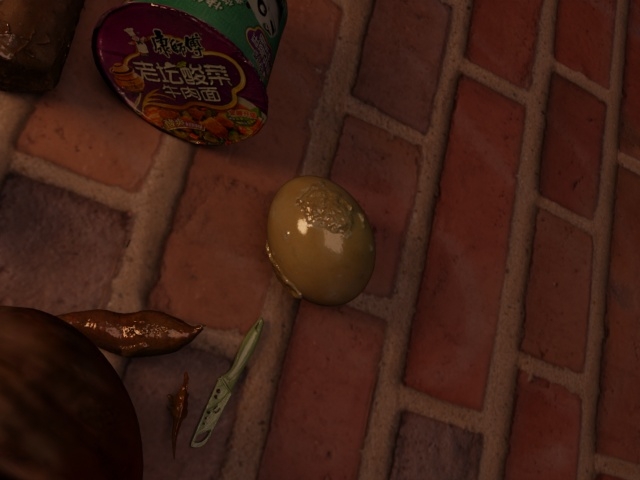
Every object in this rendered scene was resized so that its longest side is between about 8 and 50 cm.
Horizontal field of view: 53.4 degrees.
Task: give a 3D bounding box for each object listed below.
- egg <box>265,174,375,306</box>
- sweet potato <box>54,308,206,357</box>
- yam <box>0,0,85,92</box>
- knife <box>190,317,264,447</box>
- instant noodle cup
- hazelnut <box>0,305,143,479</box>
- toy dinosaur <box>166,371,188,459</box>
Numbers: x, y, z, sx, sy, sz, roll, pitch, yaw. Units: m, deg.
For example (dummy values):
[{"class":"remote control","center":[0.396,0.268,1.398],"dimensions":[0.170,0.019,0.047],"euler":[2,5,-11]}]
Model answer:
[{"class":"egg","center":[-0.002,0.001,0.947],"dimensions":[0.164,0.164,0.202],"euler":[-20,88,-29]},{"class":"sweet potato","center":[-0.266,0.123,0.842],"dimensions":[0.226,0.068,0.068],"euler":[4,75,-8]},{"class":"yam","center":[-0.386,-0.309,0.842],"dimensions":[0.129,0.128,0.238],"euler":[1,69,8]},{"class":"knife","center":[-0.132,0.200,0.913],"dimensions":[0.030,0.014,0.207],"euler":[34,66,-18]},{"class":"instant noodle cup","center":[-0.163,-0.286,0.896],"dimensions":[0.251,0.251,0.190],"euler":[30,58,-18]},{"class":"hazelnut","center":[-0.347,0.241,0.606],"dimensions":[0.315,0.372,0.372],"euler":[12,71,5]},{"class":"toy dinosaur","center":[-0.194,0.234,0.860],"dimensions":[0.026,0.041,0.113],"euler":[17,75,-27]}]
